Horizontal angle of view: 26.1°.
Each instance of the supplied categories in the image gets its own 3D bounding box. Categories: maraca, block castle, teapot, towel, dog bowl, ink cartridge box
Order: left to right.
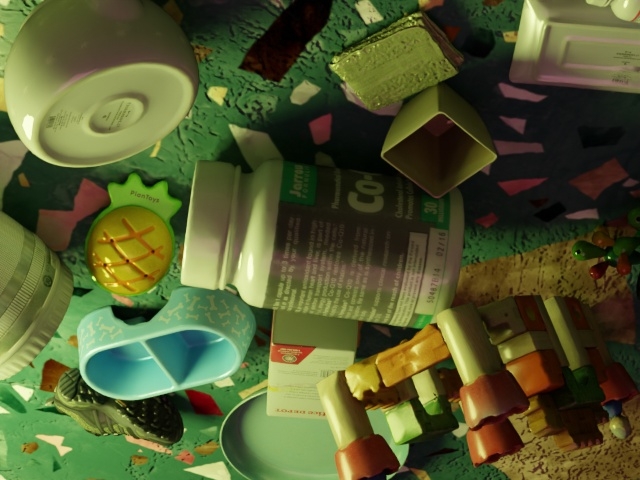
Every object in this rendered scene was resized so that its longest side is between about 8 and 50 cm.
[{"bbox_3d":[-0.281,-0.221,1.685,0.256,0.187,0.252,-31,156,10],"label":"teapot"},{"bbox_3d":[-0.266,-0.006,1.962,0.127,0.099,0.186,14,109,-13],"label":"maraca"},{"bbox_3d":[-0.244,0.166,2.149,0.297,0.074,0.166,-15,133,17],"label":"dog bowl"},{"bbox_3d":[-0.013,0.172,2.099,0.128,0.127,0.176,5,136,-2],"label":"ink cartridge box"},{"bbox_3d":[0.097,-0.227,1.756,0.148,0.027,0.110,-25,130,25],"label":"towel"},{"bbox_3d":[0.239,0.236,1.951,0.303,0.213,0.453,-31,160,29],"label":"block castle"}]

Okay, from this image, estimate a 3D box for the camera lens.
[{"bbox_3d":[-0.514,0.045,1.938,0.219,0.219,0.274,-31,126,30],"label":"camera lens"}]

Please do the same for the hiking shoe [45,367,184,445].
[{"bbox_3d":[-0.337,0.283,2.283,0.226,0.086,0.114,26,145,-14],"label":"hiking shoe"}]

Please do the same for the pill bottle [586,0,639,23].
[{"bbox_3d":[0.398,-0.295,1.623,0.160,0.087,0.087,11,135,-7],"label":"pill bottle"}]

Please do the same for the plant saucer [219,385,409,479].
[{"bbox_3d":[-0.009,0.327,2.321,0.317,0.044,0.318,2,136,2],"label":"plant saucer"}]

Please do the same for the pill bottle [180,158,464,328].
[{"bbox_3d":[0.000,0.000,1.869,0.361,0.204,0.204,8,136,-5],"label":"pill bottle"}]

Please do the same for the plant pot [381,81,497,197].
[{"bbox_3d":[0.153,-0.140,1.791,0.109,0.096,0.109,35,127,-28],"label":"plant pot"}]

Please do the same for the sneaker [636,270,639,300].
[{"bbox_3d":[0.538,-0.009,1.816,0.145,0.090,0.270,28,93,-12],"label":"sneaker"}]

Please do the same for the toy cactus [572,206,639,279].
[{"bbox_3d":[0.473,0.016,1.940,0.219,0.112,0.180,-23,141,12],"label":"toy cactus"}]

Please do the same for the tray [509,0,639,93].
[{"bbox_3d":[0.380,-0.236,1.726,0.270,0.030,0.145,5,137,-1],"label":"tray"}]
